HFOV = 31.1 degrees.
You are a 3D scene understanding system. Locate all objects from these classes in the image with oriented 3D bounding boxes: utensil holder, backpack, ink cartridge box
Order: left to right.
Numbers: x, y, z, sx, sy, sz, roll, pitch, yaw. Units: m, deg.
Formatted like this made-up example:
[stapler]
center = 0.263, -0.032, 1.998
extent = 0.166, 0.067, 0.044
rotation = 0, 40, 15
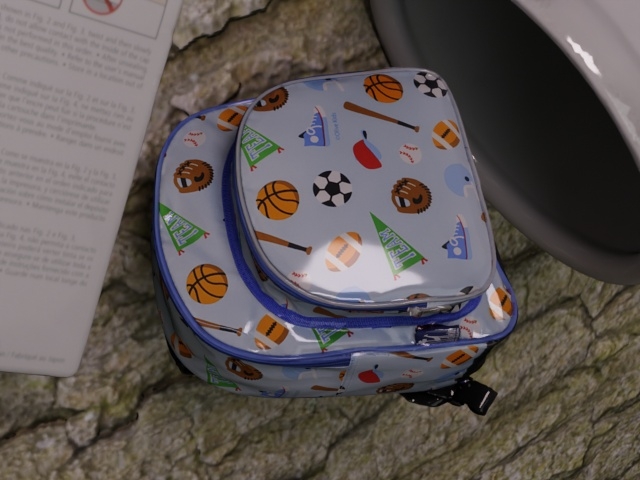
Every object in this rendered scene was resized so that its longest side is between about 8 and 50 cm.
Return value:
[ink cartridge box]
center = -0.256, -0.116, 0.719
extent = 0.308, 0.091, 0.385
rotation = 12, 97, -38
[backpack]
center = 0.000, 0.000, 0.883
extent = 0.263, 0.277, 0.213
rotation = -10, 153, -7
[utensil holder]
center = 0.287, -0.207, 0.912
extent = 0.385, 0.327, 0.328
rotation = -38, 131, -10
